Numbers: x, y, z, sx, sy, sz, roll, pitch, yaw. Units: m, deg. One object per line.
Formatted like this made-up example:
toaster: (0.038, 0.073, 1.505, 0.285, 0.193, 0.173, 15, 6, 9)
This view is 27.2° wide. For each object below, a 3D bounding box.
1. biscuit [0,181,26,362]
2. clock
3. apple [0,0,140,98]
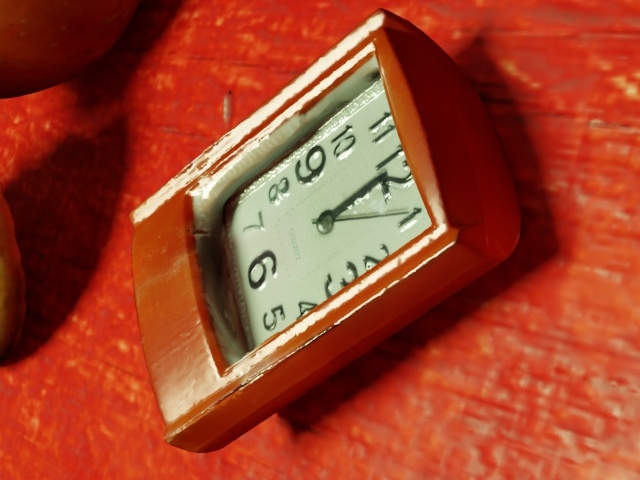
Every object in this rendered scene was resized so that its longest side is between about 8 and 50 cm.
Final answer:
biscuit: (-0.209, 0.004, 0.708, 0.144, 0.033, 0.224, 60, 148, 6)
clock: (0.000, 0.000, 0.507, 0.155, 0.061, 0.113, -37, 49, 30)
apple: (-0.194, -0.203, 0.672, 0.242, 0.241, 0.242, -26, 55, 43)
